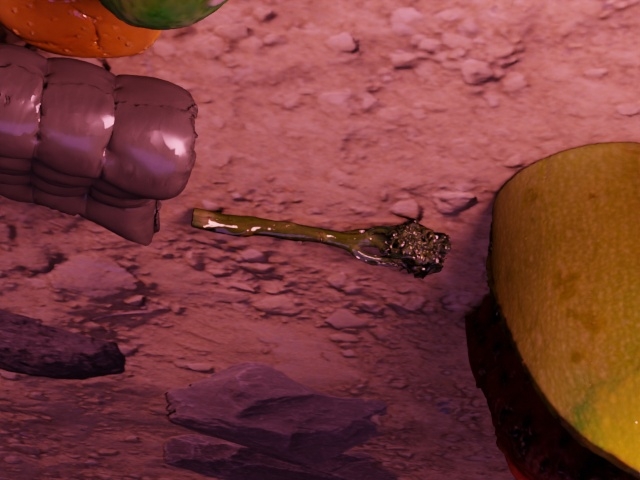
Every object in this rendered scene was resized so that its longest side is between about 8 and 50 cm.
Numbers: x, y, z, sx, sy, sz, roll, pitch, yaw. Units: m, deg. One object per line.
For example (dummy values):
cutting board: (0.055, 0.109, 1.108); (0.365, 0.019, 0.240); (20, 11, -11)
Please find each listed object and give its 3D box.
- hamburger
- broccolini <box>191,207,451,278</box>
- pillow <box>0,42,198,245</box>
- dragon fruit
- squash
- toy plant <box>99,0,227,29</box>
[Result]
hamburger: (-0.177, -0.194, 1.014); (0.138, 0.083, 0.147); (5, 149, 9)
broccolini: (0.001, 0.003, 1.374); (0.254, 0.057, 0.071); (4, 109, -4)
pillow: (-0.218, -0.083, 1.125); (0.228, 0.101, 0.326); (13, 169, -11)
dragon fruit: (0.326, 0.200, 1.481); (0.329, 0.286, 0.228); (14, 147, -32)
squash: (0.274, 0.093, 1.223); (0.234, 0.308, 0.210); (15, 150, -18)
toy plant: (-0.047, -0.220, 0.851); (0.218, 0.175, 0.235); (-20, 166, -5)
